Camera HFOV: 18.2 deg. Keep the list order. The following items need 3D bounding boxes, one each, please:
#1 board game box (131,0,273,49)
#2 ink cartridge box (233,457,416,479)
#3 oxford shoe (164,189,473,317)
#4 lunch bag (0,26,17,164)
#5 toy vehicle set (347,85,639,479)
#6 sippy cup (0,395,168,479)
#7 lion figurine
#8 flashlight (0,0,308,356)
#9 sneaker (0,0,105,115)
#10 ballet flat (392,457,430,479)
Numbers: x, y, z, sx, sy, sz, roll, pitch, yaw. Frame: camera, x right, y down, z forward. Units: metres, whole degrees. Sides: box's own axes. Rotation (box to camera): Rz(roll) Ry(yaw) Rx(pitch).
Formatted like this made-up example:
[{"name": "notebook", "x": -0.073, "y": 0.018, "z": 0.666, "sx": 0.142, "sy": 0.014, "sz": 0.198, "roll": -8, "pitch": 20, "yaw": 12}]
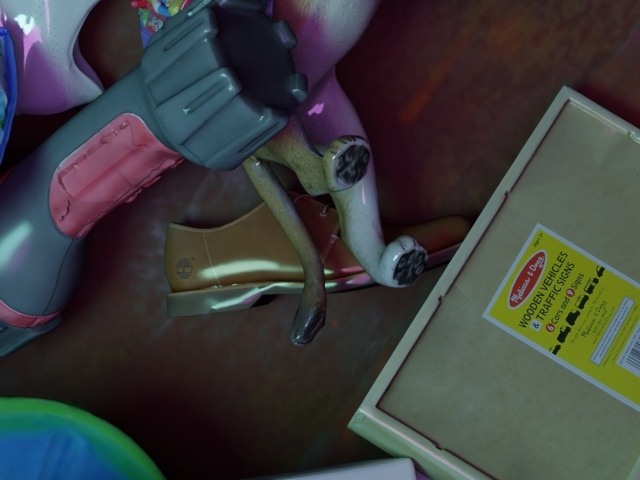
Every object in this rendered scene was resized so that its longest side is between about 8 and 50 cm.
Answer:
[{"name": "board game box", "x": -0.087, "y": -0.154, "z": 1.230, "sx": 0.033, "sy": 0.168, "sz": 0.133, "roll": -3, "pitch": 74, "yaw": -33}, {"name": "ink cartridge box", "x": -0.065, "y": 0.239, "z": 1.132, "sx": 0.272, "sy": 0.114, "sz": 0.198, "roll": -5, "pitch": 82, "yaw": -36}, {"name": "oxford shoe", "x": 0.000, "y": 0.000, "z": 1.291, "sx": 0.212, "sy": 0.076, "sz": 0.076, "roll": -8, "pitch": 87, "yaw": 4}, {"name": "lunch bag", "x": -0.247, "y": -0.048, "z": 1.208, "sx": 0.096, "sy": 0.151, "sz": 0.129, "roll": 14, "pitch": 137, "yaw": -35}, {"name": "toy vehicle set", "x": 0.156, "y": 0.048, "z": 1.230, "sx": 0.166, "sy": 0.035, "sz": 0.267, "roll": 32, "pitch": 66, "yaw": 5}, {"name": "sippy cup", "x": -0.226, "y": 0.224, "z": 1.236, "sx": 0.305, "sy": 0.224, "sz": 0.240, "roll": 29, "pitch": 65, "yaw": -25}, {"name": "lion figurine", "x": 0.000, "y": -0.157, "z": 1.221, "sx": 0.240, "sy": 0.142, "sz": 0.392, "roll": 38, "pitch": 110, "yaw": 41}, {"name": "flashlight", "x": -0.130, "y": -0.031, "z": 1.208, "sx": 0.103, "sy": 0.103, "sz": 0.304, "roll": 42, "pitch": 131, "yaw": -19}, {"name": "sneaker", "x": -0.178, "y": -0.186, "z": 1.276, "sx": 0.094, "sy": 0.080, "sz": 0.212, "roll": -3, "pitch": 108, "yaw": -1}, {"name": "ballet flat", "x": 0.231, "y": 0.146, "z": 1.284, "sx": 0.400, "sy": 0.139, "sz": 0.139, "roll": 9, "pitch": 98, "yaw": -3}]
